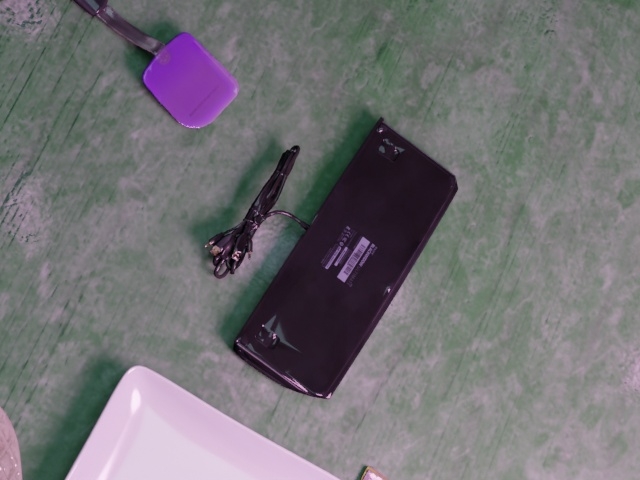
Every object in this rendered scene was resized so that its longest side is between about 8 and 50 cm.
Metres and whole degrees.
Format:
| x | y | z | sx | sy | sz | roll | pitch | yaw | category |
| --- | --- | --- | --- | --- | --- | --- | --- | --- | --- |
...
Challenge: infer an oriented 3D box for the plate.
| x | y | z | sx | sy | sz | roll | pitch | yaw | category |
| --- | --- | --- | --- | --- | --- | --- | --- | --- | --- |
| -0.138 | 0.306 | 1.805 | 0.278 | 0.045 | 0.277 | 31 | 68 | -5 | plate |

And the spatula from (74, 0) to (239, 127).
| x | y | z | sx | sy | sz | roll | pitch | yaw | category |
| --- | --- | --- | --- | --- | --- | --- | --- | --- | --- |
| -0.219 | -0.237 | 1.963 | 0.296 | 0.030 | 0.084 | 40 | 69 | -1 | spatula |

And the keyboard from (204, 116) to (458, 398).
| x | y | z | sx | sy | sz | roll | pitch | yaw | category |
| --- | --- | --- | --- | --- | --- | --- | --- | --- | --- |
| 0.000 | 0.000 | 1.949 | 0.201 | 0.033 | 0.317 | 37 | 66 | -9 | keyboard |

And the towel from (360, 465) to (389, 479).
| x | y | z | sx | sy | sz | roll | pitch | yaw | category |
| --- | --- | --- | --- | --- | --- | --- | --- | --- | --- |
| 0.068 | 0.281 | 1.889 | 0.083 | 0.009 | 0.060 | 37 | 66 | -2 | towel |

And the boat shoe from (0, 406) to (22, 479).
| x | y | z | sx | sy | sz | roll | pitch | yaw | category |
| --- | --- | --- | --- | --- | --- | --- | --- | --- | --- |
| -0.365 | 0.383 | 1.644 | 0.156 | 0.187 | 0.500 | -12 | 66 | 18 | boat shoe |
